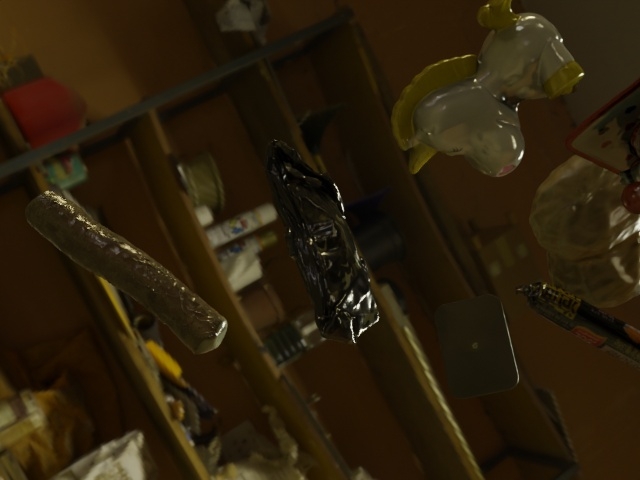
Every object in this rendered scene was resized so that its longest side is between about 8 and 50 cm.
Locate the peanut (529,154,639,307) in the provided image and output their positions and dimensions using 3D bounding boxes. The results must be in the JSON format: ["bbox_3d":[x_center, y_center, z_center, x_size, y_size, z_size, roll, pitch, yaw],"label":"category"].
[{"bbox_3d":[0.382,-0.016,1.081,0.110,0.197,0.233,36,-24,54],"label":"peanut"}]

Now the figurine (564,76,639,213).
[{"bbox_3d":[0.395,-0.040,0.804,0.160,0.183,0.226,-43,-131,34],"label":"figurine"}]

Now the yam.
[{"bbox_3d":[-0.282,0.047,1.168,0.357,0.081,0.081,36,-30,15],"label":"yam"}]

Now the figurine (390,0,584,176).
[{"bbox_3d":[0.143,-0.126,0.717,0.130,0.178,0.109,34,11,-30],"label":"figurine"}]

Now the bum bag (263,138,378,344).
[{"bbox_3d":[0.000,0.000,0.851,0.102,0.069,0.248,41,29,-62],"label":"bum bag"}]

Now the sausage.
[{"bbox_3d":[0.217,0.077,0.519,0.198,0.025,0.028,29,8,9],"label":"sausage"}]

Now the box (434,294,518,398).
[{"bbox_3d":[0.202,0.138,1.031,0.031,0.091,0.126,40,37,-64],"label":"box"}]
